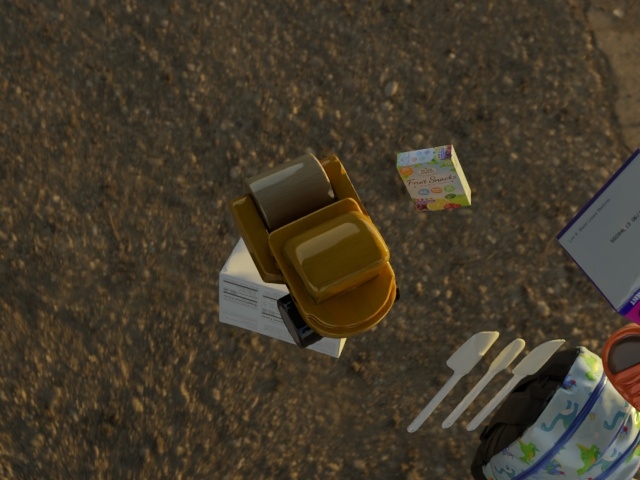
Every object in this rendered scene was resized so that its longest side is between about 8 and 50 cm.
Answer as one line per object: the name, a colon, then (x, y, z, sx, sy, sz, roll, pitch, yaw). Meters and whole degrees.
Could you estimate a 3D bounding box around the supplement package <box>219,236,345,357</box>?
supplement package: (-0.049, 0.087, 1.755, 0.261, 0.145, 0.204, 16, 43, 10)

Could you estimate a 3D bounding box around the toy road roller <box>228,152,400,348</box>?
toy road roller: (0.000, 0.000, 1.404, 0.202, 0.240, 0.330, -25, 78, -12)

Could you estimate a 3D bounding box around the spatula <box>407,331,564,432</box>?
spatula: (0.234, 0.216, 1.283, 0.168, 0.242, 0.019, 5, 46, -31)

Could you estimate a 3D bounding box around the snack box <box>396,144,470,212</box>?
snack box: (0.204, -0.108, 1.533, 0.100, 0.141, 0.037, -8, 54, 20)

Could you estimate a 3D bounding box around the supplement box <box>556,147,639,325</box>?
supplement box: (0.339, 0.030, 0.771, 0.220, 0.111, 0.114, 26, 23, -32)

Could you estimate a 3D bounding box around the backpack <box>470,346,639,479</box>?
backpack: (0.424, 0.322, 1.487, 0.273, 0.356, 0.290, 36, 69, 26)

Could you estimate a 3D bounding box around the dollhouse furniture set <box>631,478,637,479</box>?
dollhouse furniture set: (0.665, 0.466, 1.475, 0.173, 0.355, 0.303, 22, 71, -10)

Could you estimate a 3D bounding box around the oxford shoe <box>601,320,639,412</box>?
oxford shoe: (0.527, 0.244, 1.111, 0.364, 0.130, 0.132, 53, 31, 13)
